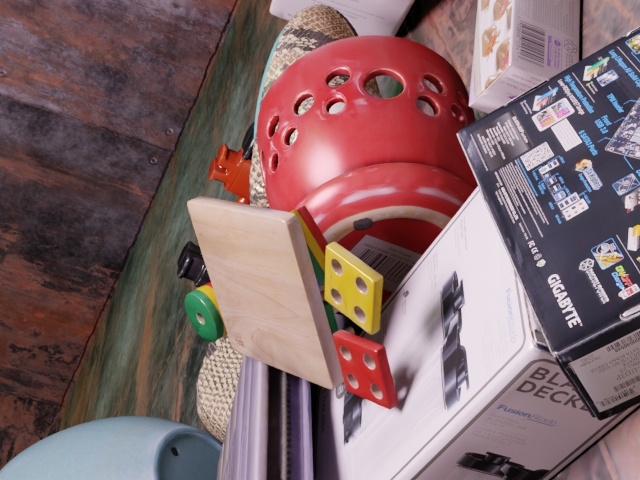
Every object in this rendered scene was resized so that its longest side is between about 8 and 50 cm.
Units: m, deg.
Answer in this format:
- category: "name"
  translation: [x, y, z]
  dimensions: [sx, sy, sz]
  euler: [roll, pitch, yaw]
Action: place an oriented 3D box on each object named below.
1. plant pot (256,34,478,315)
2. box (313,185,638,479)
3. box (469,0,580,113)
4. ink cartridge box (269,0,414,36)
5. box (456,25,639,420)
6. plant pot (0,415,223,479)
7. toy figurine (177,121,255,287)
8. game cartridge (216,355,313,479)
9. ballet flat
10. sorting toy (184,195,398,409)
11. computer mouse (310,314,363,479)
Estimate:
- category: "plant pot"
  translation: [0.047, -0.046, 0.844]
  dimensions: [0.191, 0.191, 0.174]
  euler: [-57, 30, 38]
- category: "box"
  translation: [0.094, 0.101, 0.701]
  dimensions: [0.169, 0.087, 0.290]
  euler: [-88, 24, -46]
- category: "box"
  translation: [0.177, -0.243, 0.859]
  dimensions: [0.063, 0.067, 0.324]
  euler: [134, 150, -55]
- category: "ink cartridge box"
  translation: [0.073, -0.412, 1.094]
  dimensions: [0.385, 0.160, 0.279]
  euler: [133, 154, -77]
- category: "box"
  translation: [0.174, -0.034, 0.514]
  dimensions: [0.175, 0.051, 0.220]
  euler: [-30, 30, 13]
- category: "plant pot"
  translation: [-0.185, 0.303, 1.088]
  dimensions: [0.195, 0.290, 0.290]
  euler: [-38, 31, 28]
- category: "toy figurine"
  translation: [-0.063, -0.023, 1.244]
  dimensions: [0.209, 0.148, 0.213]
  euler: [-24, 47, 64]
- category: "game cartridge"
  translation: [-0.047, 0.225, 0.806]
  dimensions: [0.355, 0.068, 0.230]
  euler: [-93, 12, -59]
- category: "ballet flat"
  translation: [0.000, 0.000, 1.053]
  dimensions: [0.182, 0.164, 0.483]
  euler: [18, 95, 52]
- category: "sorting toy"
  translation: [-0.025, 0.030, 0.749]
  dimensions: [0.274, 0.046, 0.132]
  euler: [12, 124, 52]
- category: "computer mouse"
  translation: [0.013, 0.172, 0.928]
  dimensions: [0.188, 0.072, 0.272]
  euler: [-154, 72, -71]
